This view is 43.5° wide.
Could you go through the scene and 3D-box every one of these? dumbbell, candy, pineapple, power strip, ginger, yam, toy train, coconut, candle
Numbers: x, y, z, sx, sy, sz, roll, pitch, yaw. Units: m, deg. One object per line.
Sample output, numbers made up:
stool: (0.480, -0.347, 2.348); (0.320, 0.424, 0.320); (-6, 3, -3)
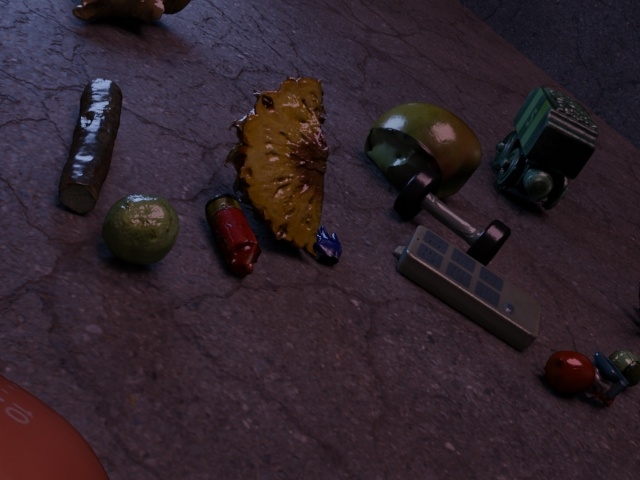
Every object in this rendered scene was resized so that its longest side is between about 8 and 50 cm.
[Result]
dumbbell: (0.227, -0.037, 1.395); (0.191, 0.100, 0.100); (39, 28, 14)
candy: (0.438, 0.205, 1.287); (0.203, 0.061, 0.061); (5, 37, -28)
pineapple: (-0.089, -0.113, 1.148); (0.140, 0.249, 0.164); (0, 8, -35)
power strip: (0.242, 0.076, 1.288); (0.270, 0.046, 0.118); (34, 28, 1)
ginger: (-0.367, -0.473, 1.463); (0.219, 0.123, 0.270); (37, 28, 3)
yam: (-0.299, -0.131, 1.054); (0.061, 0.061, 0.274); (21, 31, -21)
toy train: (0.509, -0.209, 1.816); (0.167, 0.238, 0.299); (25, 27, -7)
coconut: (-0.208, -0.014, 0.933); (0.088, 0.096, 0.087); (7, 72, -22)
candle: (-0.111, -0.003, 1.046); (0.052, 0.052, 0.130); (10, 37, -37)

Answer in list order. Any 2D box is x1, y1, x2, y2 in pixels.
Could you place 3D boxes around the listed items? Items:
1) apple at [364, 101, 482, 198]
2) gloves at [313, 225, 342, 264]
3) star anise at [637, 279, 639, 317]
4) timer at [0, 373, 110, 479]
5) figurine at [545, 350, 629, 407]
apple: (0.198, -0.176, 1.532); (0.188, 0.174, 0.207); (49, 16, 24)
gloves: (0.000, 0.000, 1.181); (0.064, 0.026, 0.086); (18, 31, -21)
star anise: (0.679, 0.162, 1.550); (0.231, 0.089, 0.209); (30, 15, -18)
timer: (-0.228, 0.181, 0.437); (0.215, 0.229, 0.229); (37, 27, -3)
figurine: (0.399, 0.204, 1.210); (0.140, 0.075, 0.068); (19, 31, -29)
